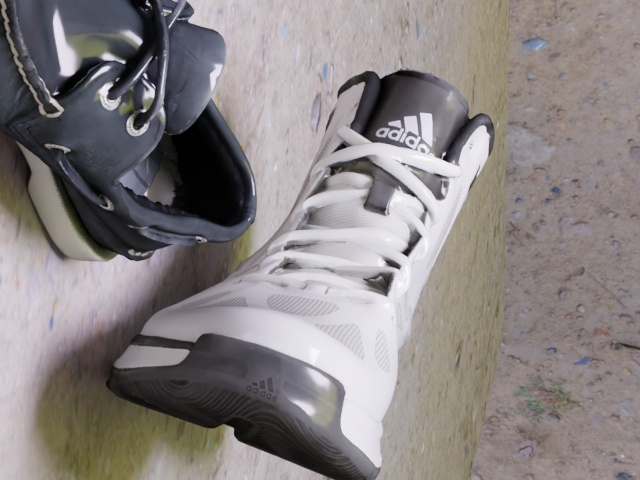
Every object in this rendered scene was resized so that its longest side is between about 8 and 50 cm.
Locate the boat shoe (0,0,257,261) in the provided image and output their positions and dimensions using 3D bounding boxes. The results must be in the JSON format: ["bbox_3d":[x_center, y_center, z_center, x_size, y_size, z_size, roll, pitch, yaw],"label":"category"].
[{"bbox_3d":[-0.098,-0.079,0.950,0.340,0.113,0.127,76,24,-59],"label":"boat shoe"}]

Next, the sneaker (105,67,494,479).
[{"bbox_3d":[-0.001,0.000,1.225,0.447,0.169,0.257,41,70,-87],"label":"sneaker"}]

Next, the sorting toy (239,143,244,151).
[{"bbox_3d":[-0.066,-0.037,1.305,0.102,0.042,0.061,76,23,-60],"label":"sorting toy"}]
